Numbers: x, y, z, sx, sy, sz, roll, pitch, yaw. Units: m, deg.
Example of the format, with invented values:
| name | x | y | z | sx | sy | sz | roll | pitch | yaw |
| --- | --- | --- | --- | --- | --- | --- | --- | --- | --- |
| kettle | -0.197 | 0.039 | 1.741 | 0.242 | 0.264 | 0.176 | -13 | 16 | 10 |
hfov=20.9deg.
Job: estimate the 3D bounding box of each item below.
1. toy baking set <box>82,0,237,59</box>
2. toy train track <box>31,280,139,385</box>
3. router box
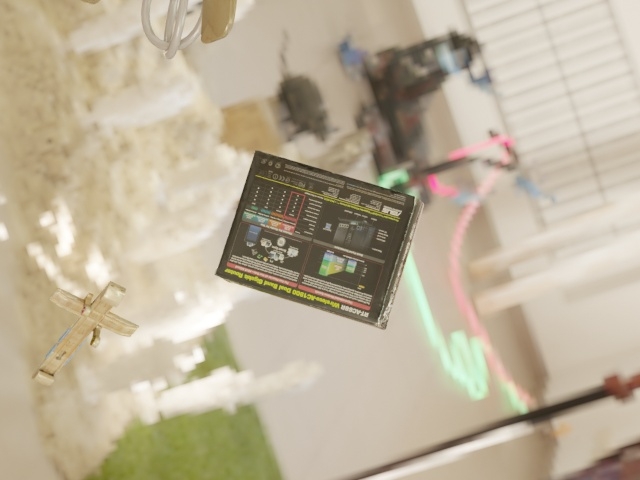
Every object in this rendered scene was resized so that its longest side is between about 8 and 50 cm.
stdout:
| name | x | y | z | sx | sy | sz | roll | pitch | yaw |
| --- | --- | --- | --- | --- | --- | --- | --- | --- | --- |
| toy baking set | -0.087 | -0.223 | 1.103 | 0.030 | 0.196 | 0.256 | 11 | 17 | -36 |
| toy train track | -0.126 | 0.052 | 0.893 | 0.048 | 0.083 | 0.014 | 27 | 38 | -22 |
| router box | 0.000 | 0.000 | 1.184 | 0.038 | 0.122 | 0.092 | 39 | 69 | -76 |
